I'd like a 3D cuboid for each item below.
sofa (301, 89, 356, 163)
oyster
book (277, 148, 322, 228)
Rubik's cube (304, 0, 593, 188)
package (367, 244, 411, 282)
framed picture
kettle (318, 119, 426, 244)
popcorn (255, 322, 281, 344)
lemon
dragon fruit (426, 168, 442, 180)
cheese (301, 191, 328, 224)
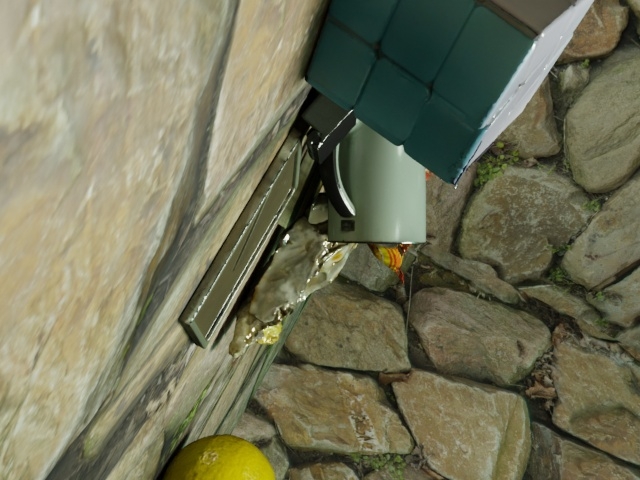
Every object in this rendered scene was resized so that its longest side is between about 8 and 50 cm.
[{"bbox_3d":[0.002,-0.160,1.071,0.085,0.060,0.147,-50,177,0],"label":"sofa"},{"bbox_3d":[-0.048,0.057,1.380,0.341,0.110,0.166,-53,169,5],"label":"oyster"},{"bbox_3d":[-0.011,-0.119,1.349,0.160,0.024,0.228,-66,174,19],"label":"book"},{"bbox_3d":[0.154,-0.244,0.891,0.221,0.225,0.231,-42,165,-41],"label":"Rubik's cube"},{"bbox_3d":[0.102,-0.077,1.500,0.223,0.109,0.288,75,-2,-63],"label":"package"},{"bbox_3d":[-0.101,0.005,1.071,0.289,0.020,0.211,-61,176,-15],"label":"framed picture"},{"bbox_3d":[0.076,-0.113,1.253,0.221,0.161,0.236,0,92,-49],"label":"kettle"},{"bbox_3d":[-0.125,0.173,1.629,0.084,0.084,0.084,-62,176,-8],"label":"popcorn"},{"bbox_3d":[-0.216,0.526,1.575,0.240,0.241,0.219,-64,173,21],"label":"lemon"},{"bbox_3d":[0.204,-0.255,1.694,0.291,0.269,0.250,-28,-175,1],"label":"dragon fruit"},{"bbox_3d":[0.000,0.000,1.556,0.202,0.091,0.175,106,-7,-66],"label":"cheese"}]
